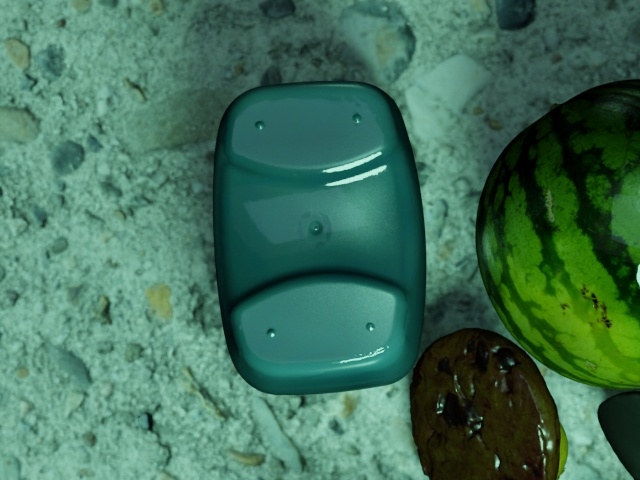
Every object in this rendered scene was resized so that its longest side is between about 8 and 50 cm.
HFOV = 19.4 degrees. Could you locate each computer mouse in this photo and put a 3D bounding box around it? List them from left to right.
[{"bbox_3d":[0.366,0.217,1.655,0.264,0.147,0.088,12,64,14],"label":"computer mouse"}]

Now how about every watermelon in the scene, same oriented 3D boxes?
[{"bbox_3d":[0.280,-0.003,1.640,0.285,0.285,0.285,-2,82,13],"label":"watermelon"}]

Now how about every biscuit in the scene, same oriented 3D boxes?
[{"bbox_3d":[0.146,0.172,1.715,0.049,0.192,0.192,-14,75,-33],"label":"biscuit"}]

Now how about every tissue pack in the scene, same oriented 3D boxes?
[{"bbox_3d":[0.000,0.000,1.756,0.198,0.206,0.287,-6,82,4],"label":"tissue pack"}]

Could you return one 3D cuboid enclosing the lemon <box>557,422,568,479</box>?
[{"bbox_3d":[0.196,0.185,1.747,0.065,0.065,0.092,-33,85,7],"label":"lemon"}]
